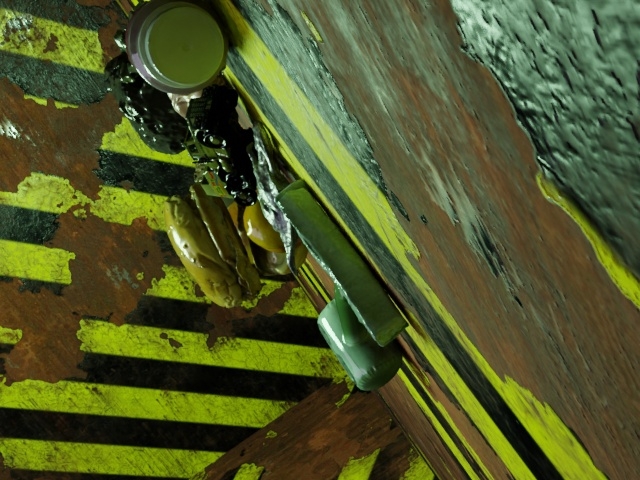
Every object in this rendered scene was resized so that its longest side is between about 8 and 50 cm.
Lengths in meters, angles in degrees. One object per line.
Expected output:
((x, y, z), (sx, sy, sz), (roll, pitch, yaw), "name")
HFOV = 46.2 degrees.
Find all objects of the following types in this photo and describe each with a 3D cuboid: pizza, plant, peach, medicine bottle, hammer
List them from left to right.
((-0.363, -0.358, 1.640), (0.215, 0.213, 0.312), (55, 177, 33), "plant")
((-0.208, -0.285, 1.088), (0.147, 0.147, 0.247), (58, 174, -21), "medicine bottle")
((-0.160, -0.132, 1.746), (0.052, 0.185, 0.195), (17, -142, -21), "pizza")
((-0.091, -0.038, 1.579), (0.138, 0.138, 0.138), (55, 175, 8), "peach")
((0.069, 0.153, 1.467), (0.206, 0.119, 0.335), (53, 167, 30), "hammer")

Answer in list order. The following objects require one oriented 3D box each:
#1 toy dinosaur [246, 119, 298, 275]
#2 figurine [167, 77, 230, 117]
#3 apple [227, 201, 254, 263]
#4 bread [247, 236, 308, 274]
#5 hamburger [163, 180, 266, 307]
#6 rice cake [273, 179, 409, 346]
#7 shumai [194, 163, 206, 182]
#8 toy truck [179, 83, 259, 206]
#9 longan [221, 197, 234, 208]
((-0.083, -0.085, 1.416), (0.294, 0.077, 0.162), (64, 180, -20), "toy dinosaur")
((-0.243, -0.292, 1.503), (0.126, 0.114, 0.157), (41, -175, -41), "figurine")
((-0.175, -0.028, 2.069), (0.196, 0.196, 0.196), (55, 175, 8), "apple")
((-0.107, -0.003, 1.839), (0.311, 0.121, 0.173), (170, 86, -77), "bread")
((-0.258, 0.012, 1.787), (0.319, 0.158, 0.318), (57, 173, 10), "hamburger")
((0.027, 0.027, 1.247), (0.336, 0.066, 0.063), (55, 175, 26), "rice cake")
((-0.242, -0.222, 1.880), (0.206, 0.166, 0.176), (27, 126, 55), "shumai")
((-0.196, -0.182, 1.468), (0.257, 0.127, 0.127), (74, -158, -58), "toy truck")
((-0.295, -0.107, 2.503), (0.246, 0.215, 0.246), (50, -161, -25), "longan")
